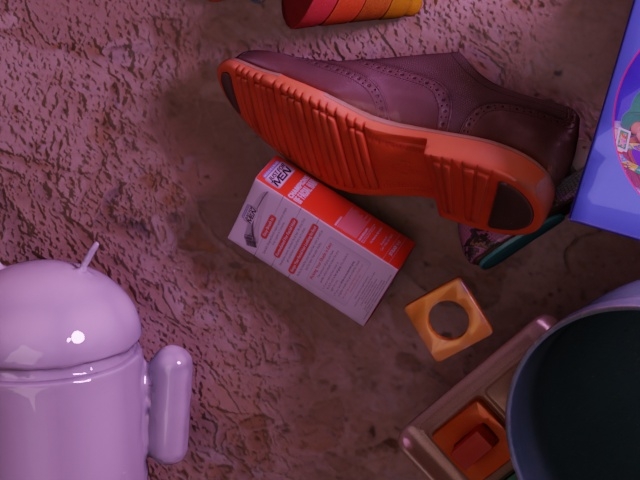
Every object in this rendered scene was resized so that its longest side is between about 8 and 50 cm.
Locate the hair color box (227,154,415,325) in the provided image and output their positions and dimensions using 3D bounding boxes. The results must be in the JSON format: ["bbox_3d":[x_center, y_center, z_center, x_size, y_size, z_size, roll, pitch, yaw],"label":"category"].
[{"bbox_3d":[0.000,0.000,1.318,0.167,0.053,0.093,32,133,4],"label":"hair color box"}]

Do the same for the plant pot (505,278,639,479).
[{"bbox_3d":[0.326,0.141,1.074,0.293,0.196,0.293,21,127,31],"label":"plant pot"}]

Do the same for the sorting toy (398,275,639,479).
[{"bbox_3d":[0.193,0.192,1.212,0.196,0.047,0.347,-44,89,19],"label":"sorting toy"}]

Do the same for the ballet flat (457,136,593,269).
[{"bbox_3d":[0.228,-0.050,1.258,0.222,0.077,0.079,-27,75,19],"label":"ballet flat"}]

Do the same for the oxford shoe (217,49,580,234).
[{"bbox_3d":[0.071,-0.121,1.269,0.364,0.132,0.130,22,152,20],"label":"oxford shoe"}]

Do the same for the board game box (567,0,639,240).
[{"bbox_3d":[0.397,-0.083,1.035,0.347,0.078,0.233,17,107,11],"label":"board game box"}]

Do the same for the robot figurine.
[{"bbox_3d":[-0.282,0.172,1.369,0.300,0.200,0.353,-3,103,-5],"label":"robot figurine"}]

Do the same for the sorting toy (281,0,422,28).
[{"bbox_3d":[0.083,-0.353,1.222,0.126,0.127,0.365,16,106,-20],"label":"sorting toy"}]

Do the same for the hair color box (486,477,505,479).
[{"bbox_3d":[0.269,0.322,1.306,0.186,0.113,0.374,-5,102,15],"label":"hair color box"}]

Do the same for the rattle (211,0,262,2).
[{"bbox_3d":[-0.080,-0.319,1.239,0.130,0.143,0.199,20,102,-10],"label":"rattle"}]
